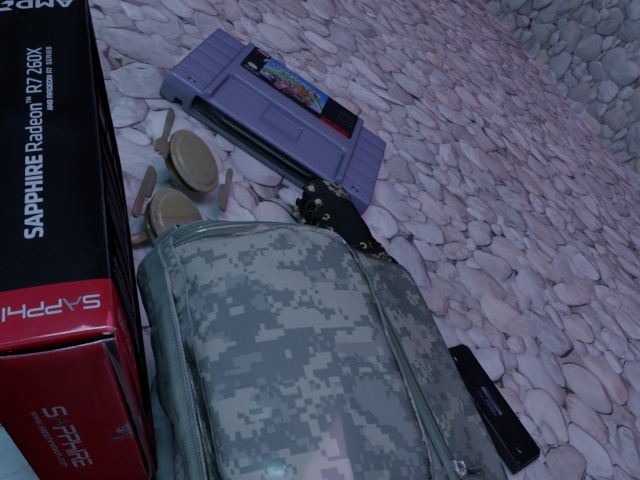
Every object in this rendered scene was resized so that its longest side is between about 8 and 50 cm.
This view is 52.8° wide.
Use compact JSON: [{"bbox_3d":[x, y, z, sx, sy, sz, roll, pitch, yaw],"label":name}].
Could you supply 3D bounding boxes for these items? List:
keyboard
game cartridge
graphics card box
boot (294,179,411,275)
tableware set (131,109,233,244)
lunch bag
[{"bbox_3d":[0.214,0.221,0.857,0.108,0.023,0.180,-1,50,-51],"label":"keyboard"},{"bbox_3d":[-0.057,-0.199,1.045,0.355,0.068,0.230,33,40,-10],"label":"game cartridge"},{"bbox_3d":[-0.209,-0.009,0.536,0.094,0.232,0.371,-8,53,-13],"label":"graphics card box"},{"bbox_3d":[0.000,0.001,0.852,0.236,0.085,0.178,4,45,-48],"label":"boot"},{"bbox_3d":[-0.171,-0.055,0.786,0.128,0.039,0.194,45,33,-36],"label":"tableware set"},{"bbox_3d":[-0.019,0.142,0.532,0.256,0.212,0.305,21,38,-44],"label":"lunch bag"}]
